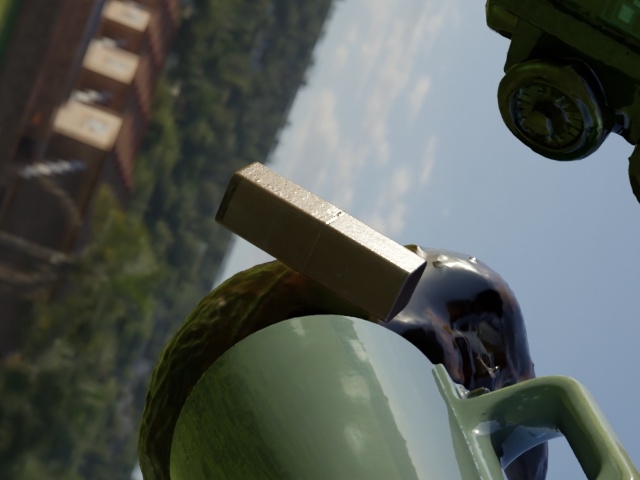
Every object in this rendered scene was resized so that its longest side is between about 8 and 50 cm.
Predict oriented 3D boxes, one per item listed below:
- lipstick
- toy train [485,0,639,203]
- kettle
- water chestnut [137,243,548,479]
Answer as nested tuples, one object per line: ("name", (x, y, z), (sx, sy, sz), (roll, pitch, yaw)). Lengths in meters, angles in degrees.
("lipstick", (0.000, 0.000, 1.226), (0.045, 0.145, 0.045), (-34, 151, -62))
("toy train", (0.170, -0.069, 0.685), (0.090, 0.225, 0.137), (-48, 162, -37))
("kettle", (0.044, 0.134, 0.831), (0.243, 0.210, 0.160), (-131, -163, -73))
("water chestnut", (0.046, 0.159, 1.360), (0.347, 0.335, 0.335), (9, -103, 57))
